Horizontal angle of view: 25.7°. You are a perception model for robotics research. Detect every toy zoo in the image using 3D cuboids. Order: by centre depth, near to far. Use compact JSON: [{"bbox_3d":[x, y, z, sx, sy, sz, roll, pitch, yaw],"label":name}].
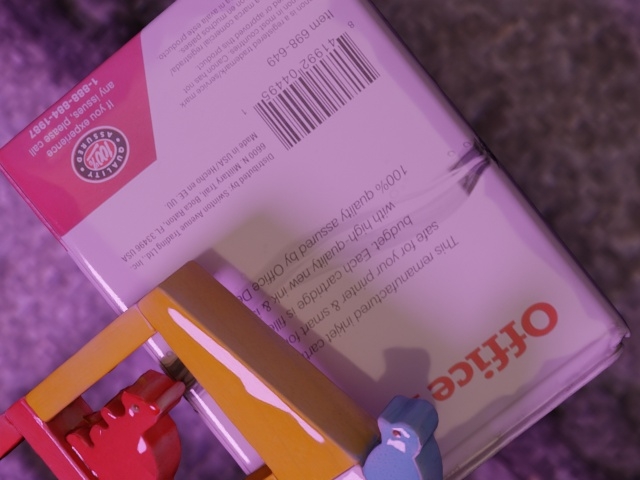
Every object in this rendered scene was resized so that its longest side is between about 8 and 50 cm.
[{"bbox_3d":[-0.060,0.136,0.574,0.293,0.030,0.192,-39,92,32],"label":"toy zoo"}]

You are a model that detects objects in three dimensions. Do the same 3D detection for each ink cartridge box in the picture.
[{"bbox_3d":[0.000,0.000,0.590,0.158,0.092,0.218,-38,90,7],"label":"ink cartridge box"}]
